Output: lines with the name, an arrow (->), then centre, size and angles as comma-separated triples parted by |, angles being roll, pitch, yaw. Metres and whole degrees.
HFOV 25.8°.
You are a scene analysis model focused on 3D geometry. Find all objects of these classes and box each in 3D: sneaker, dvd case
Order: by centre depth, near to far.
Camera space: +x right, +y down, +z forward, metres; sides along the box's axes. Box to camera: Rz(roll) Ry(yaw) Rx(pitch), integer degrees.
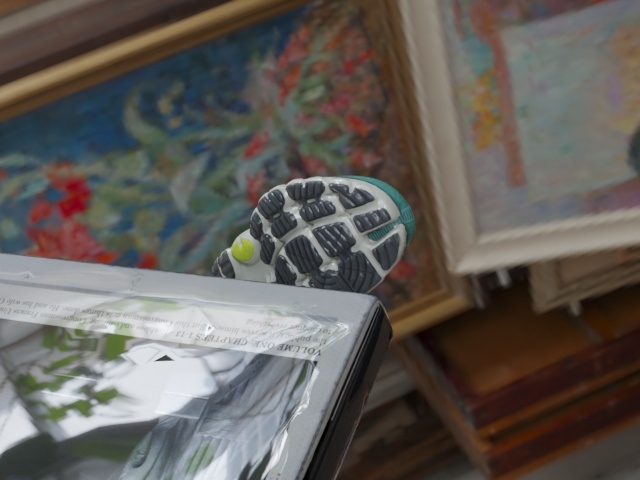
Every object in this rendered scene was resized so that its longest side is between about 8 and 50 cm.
dvd case -> -0.099, 0.105, 0.415 | 0.179, 0.238, 0.029 | 6, 141, 26
sneaker -> 0.000, 0.000, 1.127 | 0.107, 0.110, 0.275 | 61, 151, -1
